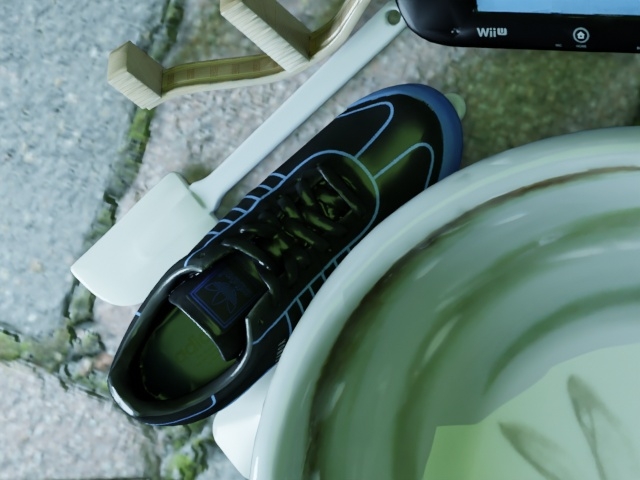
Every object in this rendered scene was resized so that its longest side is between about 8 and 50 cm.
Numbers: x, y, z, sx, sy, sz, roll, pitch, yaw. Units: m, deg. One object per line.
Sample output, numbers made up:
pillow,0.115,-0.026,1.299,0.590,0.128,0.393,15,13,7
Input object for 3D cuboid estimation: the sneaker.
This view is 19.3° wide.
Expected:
sneaker,-0.018,0.011,0.977,0.081,0.090,0.232,43,101,10

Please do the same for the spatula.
spatula,0.000,0.000,1.029,0.242,0.019,0.168,-42,81,12

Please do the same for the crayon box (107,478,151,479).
crayon box,-0.186,0.304,1.062,0.203,0.083,0.323,-4,94,12

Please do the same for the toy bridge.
toy bridge,-0.028,-0.114,0.998,0.188,0.063,0.026,-26,45,29

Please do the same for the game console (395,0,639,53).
game console,0.207,-0.127,0.925,0.361,0.044,0.213,4,106,20

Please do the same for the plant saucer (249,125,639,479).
plant saucer,0.167,0.139,0.961,0.400,0.100,0.400,1,97,12
